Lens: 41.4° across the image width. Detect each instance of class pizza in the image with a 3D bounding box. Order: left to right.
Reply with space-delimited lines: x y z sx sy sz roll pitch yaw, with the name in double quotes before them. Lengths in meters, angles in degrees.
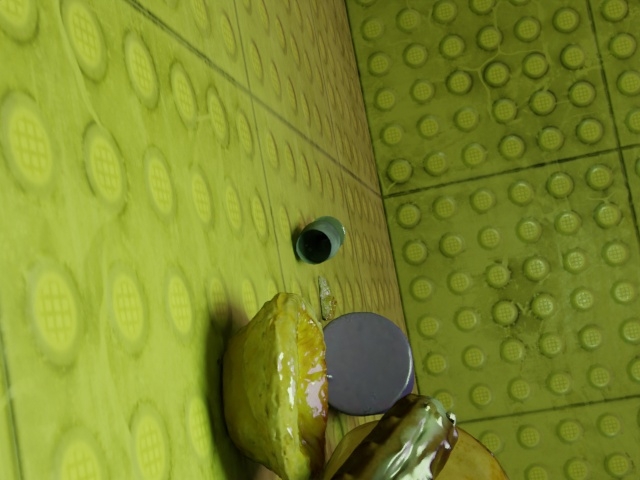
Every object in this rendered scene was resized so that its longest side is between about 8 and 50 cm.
"pizza" 0.016 0.135 2.016 0.123 0.026 0.108 -48 124 -76

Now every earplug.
"earplug" 0.120 0.302 1.926 0.456 0.215 0.215 53 27 -72

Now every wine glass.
"wine glass" 0.000 0.000 1.896 0.202 0.093 0.092 -38 116 -77

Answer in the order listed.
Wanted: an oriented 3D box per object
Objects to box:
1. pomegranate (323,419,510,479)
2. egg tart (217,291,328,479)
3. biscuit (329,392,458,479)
"pomegranate" 0.166 0.522 1.558 0.411 0.412 0.411 -11 90 -79
"egg tart" -0.066 0.223 1.242 0.319 0.128 0.318 -7 90 -81
"biscuit" 0.054 0.372 1.185 0.115 0.366 0.268 38 2 10
